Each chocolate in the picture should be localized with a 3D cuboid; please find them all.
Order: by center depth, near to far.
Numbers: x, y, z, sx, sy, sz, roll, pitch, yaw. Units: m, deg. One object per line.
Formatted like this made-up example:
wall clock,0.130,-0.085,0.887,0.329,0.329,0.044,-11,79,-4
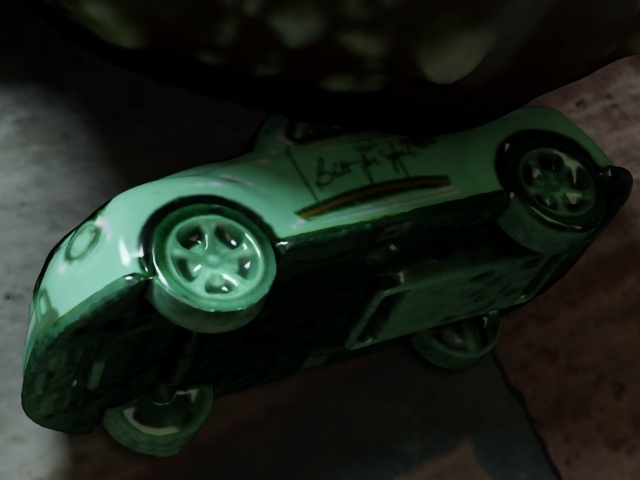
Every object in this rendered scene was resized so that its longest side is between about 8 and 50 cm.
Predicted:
chocolate,0.015,-0.188,0.441,0.340,0.210,0.225,15,64,-15

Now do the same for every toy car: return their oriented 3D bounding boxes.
toy car,0.000,0.000,0.549,0.305,0.136,0.125,-11,61,-27
